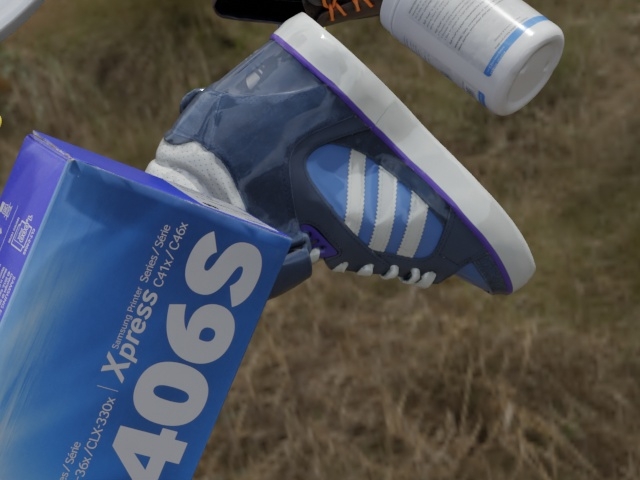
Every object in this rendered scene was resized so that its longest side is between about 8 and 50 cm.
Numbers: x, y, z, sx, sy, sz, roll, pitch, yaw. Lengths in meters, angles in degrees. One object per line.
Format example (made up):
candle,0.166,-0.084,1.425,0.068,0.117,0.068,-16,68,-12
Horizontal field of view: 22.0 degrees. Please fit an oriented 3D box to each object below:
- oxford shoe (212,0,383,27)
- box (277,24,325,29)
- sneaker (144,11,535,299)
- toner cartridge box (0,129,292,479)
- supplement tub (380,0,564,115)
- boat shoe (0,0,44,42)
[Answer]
oxford shoe,0.036,-0.213,1.383,0.271,0.097,0.098,1,43,29
box,-0.023,-0.210,2.003,0.054,0.059,0.169,3,62,-9
sneaker,0.000,0.000,1.315,0.236,0.323,0.130,-46,31,-2
toner cartridge box,-0.162,0.125,1.012,0.075,0.165,0.348,29,97,57
supplement tub,0.100,-0.138,1.086,0.071,0.071,0.107,-38,66,-26
boat shoe,-0.224,-0.055,0.580,0.301,0.102,0.108,-30,84,-8
